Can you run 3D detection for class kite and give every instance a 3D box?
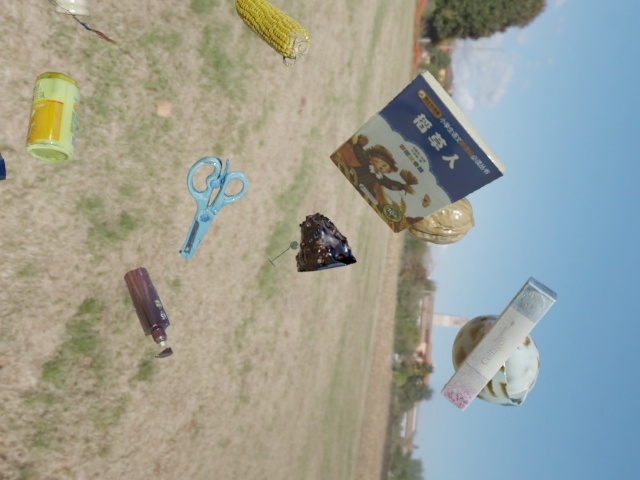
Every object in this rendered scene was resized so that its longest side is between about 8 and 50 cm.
[{"bbox_3d":[-0.623,-0.553,1.243,0.022,0.360,0.204,-58,-148,-1],"label":"kite"}]

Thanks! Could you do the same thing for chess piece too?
[{"bbox_3d":[-0.702,-0.722,1.548,0.094,0.094,0.170,-59,154,-70],"label":"chess piece"}]

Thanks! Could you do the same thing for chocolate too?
[{"bbox_3d":[0.000,0.000,1.310,0.156,0.156,0.133,-23,101,-80],"label":"chocolate"}]

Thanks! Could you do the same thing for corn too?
[{"bbox_3d":[-0.133,-0.588,1.515,0.106,0.293,0.106,-30,148,-21],"label":"corn"}]

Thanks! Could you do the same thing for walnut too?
[{"bbox_3d":[0.403,-0.082,1.884,0.198,0.245,0.198,14,90,-77],"label":"walnut"}]

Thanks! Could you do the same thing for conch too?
[{"bbox_3d":[0.441,0.315,1.389,0.368,0.197,0.249,45,41,-36],"label":"conch"}]

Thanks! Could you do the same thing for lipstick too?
[{"bbox_3d":[0.373,0.222,1.171,0.317,0.066,0.068,-59,163,21],"label":"lipstick"}]

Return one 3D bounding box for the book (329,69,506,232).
[{"bbox_3d":[0.227,-0.201,1.416,0.039,0.300,0.428,-44,-174,-34],"label":"book"}]

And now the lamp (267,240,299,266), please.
[{"bbox_3d":[-0.122,0.040,1.886,0.041,0.121,0.054,53,-9,0],"label":"lamp"}]

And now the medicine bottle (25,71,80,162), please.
[{"bbox_3d":[-0.717,-0.337,1.486,0.124,0.124,0.239,67,19,-72],"label":"medicine bottle"}]

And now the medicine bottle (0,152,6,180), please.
[{"bbox_3d":[-0.884,-0.131,1.428,0.258,0.124,0.079,63,-37,39],"label":"medicine bottle"}]

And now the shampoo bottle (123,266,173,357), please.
[{"bbox_3d":[-0.426,0.181,1.382,0.068,0.067,0.236,-9,64,-47],"label":"shampoo bottle"}]

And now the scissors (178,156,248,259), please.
[{"bbox_3d":[-0.354,-0.086,1.686,0.393,0.180,0.032,-58,-153,30],"label":"scissors"}]
